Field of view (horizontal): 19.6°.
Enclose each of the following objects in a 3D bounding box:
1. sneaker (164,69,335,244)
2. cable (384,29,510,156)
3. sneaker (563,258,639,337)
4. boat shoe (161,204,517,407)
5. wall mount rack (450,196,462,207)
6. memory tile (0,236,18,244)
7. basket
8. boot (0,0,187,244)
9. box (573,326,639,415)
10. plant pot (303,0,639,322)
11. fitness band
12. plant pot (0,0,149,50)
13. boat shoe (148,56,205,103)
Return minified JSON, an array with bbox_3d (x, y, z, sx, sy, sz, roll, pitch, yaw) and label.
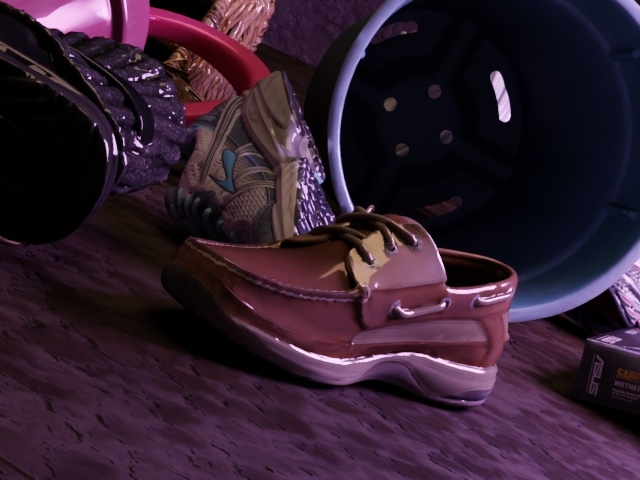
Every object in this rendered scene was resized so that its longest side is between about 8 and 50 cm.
[{"bbox_3d":[-0.053,-0.017,1.437,0.283,0.122,0.110,-102,168,-57],"label":"sneaker"},{"bbox_3d":[0.123,-0.144,2.164,0.089,0.257,0.257,50,-11,-28],"label":"cable"},{"bbox_3d":[0.351,0.087,1.941,0.299,0.121,0.112,27,38,3],"label":"sneaker"},{"bbox_3d":[0.022,0.029,1.257,0.123,0.116,0.324,32,11,37],"label":"boat shoe"},{"bbox_3d":[0.250,-0.141,2.234,0.130,0.304,0.350,-9,14,-22],"label":"wall mount rack"},{"bbox_3d":[-0.261,-0.040,1.212,0.148,0.012,0.113,25,9,-10],"label":"memory tile"},{"bbox_3d":[-0.228,-0.298,2.162,0.299,0.213,0.223,29,8,22],"label":"basket"},{"bbox_3d":[-0.256,-0.131,1.231,0.348,0.131,0.260,40,14,-4],"label":"boot"},{"bbox_3d":[0.339,0.128,1.645,0.183,0.056,0.231,13,5,20],"label":"box"},{"bbox_3d":[0.136,-0.112,1.833,0.341,0.341,0.334,23,1,-15],"label":"plant pot"},{"bbox_3d":[-0.171,-0.160,1.788,0.209,0.054,0.291,38,30,30],"label":"fitness band"},{"bbox_3d":[-0.260,-0.172,1.469,0.201,0.201,0.180,27,25,9],"label":"plant pot"},{"bbox_3d":[-0.169,-0.150,1.911,0.066,0.066,0.183,-7,37,-32],"label":"boat shoe"}]
